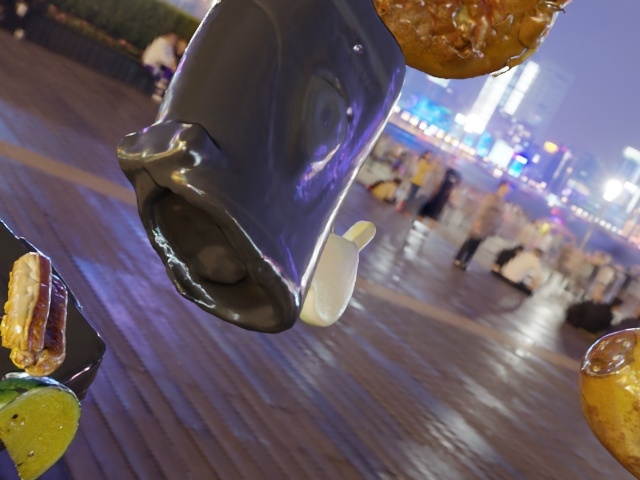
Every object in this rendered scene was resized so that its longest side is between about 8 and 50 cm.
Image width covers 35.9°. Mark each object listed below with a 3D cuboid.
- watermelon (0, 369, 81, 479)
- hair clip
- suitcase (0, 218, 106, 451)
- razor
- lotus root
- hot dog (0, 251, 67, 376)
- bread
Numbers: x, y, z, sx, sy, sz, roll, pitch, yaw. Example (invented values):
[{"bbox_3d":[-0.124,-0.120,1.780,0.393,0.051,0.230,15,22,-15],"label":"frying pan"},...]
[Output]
[{"bbox_3d":[-0.310,0.197,1.105,0.075,0.181,0.092,1,50,-1],"label":"watermelon"},{"bbox_3d":[0.003,0.000,1.246,0.159,0.218,0.071,5,-13,-42],"label":"hair clip"},{"bbox_3d":[-0.511,0.133,1.399,0.345,0.188,0.339,45,46,16],"label":"suitcase"},{"bbox_3d":[-0.037,-0.097,0.809,0.114,0.349,0.204,-5,-49,31],"label":"razor"},{"bbox_3d":[0.430,0.191,1.271,0.180,0.199,0.188,47,3,-19],"label":"lotus root"},{"bbox_3d":[-0.275,0.071,0.958,0.165,0.045,0.071,-112,-178,-60],"label":"hot dog"},{"bbox_3d":[0.194,-0.422,1.441,0.358,0.336,0.204,29,25,-4],"label":"bread"}]
